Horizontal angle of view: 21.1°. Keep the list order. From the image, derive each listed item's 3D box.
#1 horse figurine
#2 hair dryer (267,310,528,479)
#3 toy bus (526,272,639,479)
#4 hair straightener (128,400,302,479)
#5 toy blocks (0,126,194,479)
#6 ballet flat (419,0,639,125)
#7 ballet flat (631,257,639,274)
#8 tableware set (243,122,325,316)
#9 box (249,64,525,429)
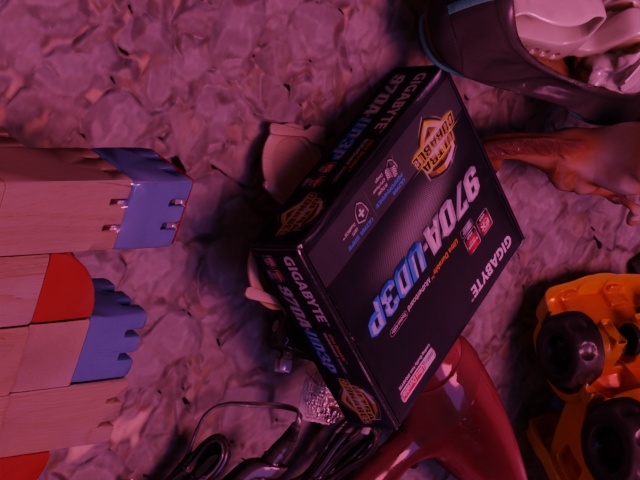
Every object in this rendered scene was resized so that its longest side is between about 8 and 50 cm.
[{"bbox_3d":[0.254,-0.052,1.354,0.174,0.263,0.066,30,72,-51],"label":"horse figurine"},{"bbox_3d":[0.050,0.169,1.383,0.293,0.080,0.223,12,103,-27],"label":"hair dryer"},{"bbox_3d":[0.253,0.168,1.489,0.149,0.220,0.211,-7,145,-31],"label":"toy bus"},{"bbox_3d":[-0.103,0.200,1.262,0.230,0.047,0.089,-46,111,-1],"label":"hair straightener"},{"bbox_3d":[-0.228,0.072,1.057,0.261,0.191,0.381,-3,120,-48],"label":"toy blocks"},{"bbox_3d":[0.197,-0.147,1.328,0.280,0.096,0.095,5,65,-47],"label":"ballet flat"},{"bbox_3d":[0.309,0.088,1.581,0.049,0.057,0.173,-2,113,4],"label":"ballet flat"},{"bbox_3d":[0.000,0.000,1.267,0.141,0.020,0.169,26,68,-42],"label":"tableware set"},{"bbox_3d":[0.056,0.002,1.275,0.220,0.051,0.175,-51,127,-36],"label":"box"}]
